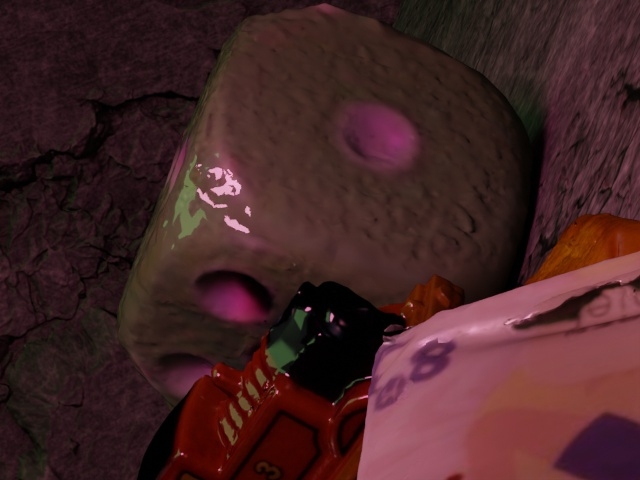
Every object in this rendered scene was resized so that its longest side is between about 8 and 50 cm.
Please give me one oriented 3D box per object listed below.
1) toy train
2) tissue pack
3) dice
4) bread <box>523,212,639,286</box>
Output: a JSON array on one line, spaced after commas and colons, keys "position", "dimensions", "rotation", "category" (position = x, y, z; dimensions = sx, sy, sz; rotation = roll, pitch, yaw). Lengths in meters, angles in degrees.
[{"position": [-0.009, 0.182, 1.538], "dimensions": [0.369, 0.231, 0.163], "rotation": [-56, 12, 31], "category": "toy train"}, {"position": [0.122, 0.138, 0.634], "dimensions": [0.242, 0.125, 0.344], "rotation": [-18, 29, 21], "category": "tissue pack"}, {"position": [0.000, 0.000, 1.760], "dimensions": [0.330, 0.318, 0.322], "rotation": [119, 171, -51], "category": "dice"}, {"position": [0.181, 0.039, 1.120], "dimensions": [0.102, 0.094, 0.245], "rotation": [-62, 6, 1], "category": "bread"}]
